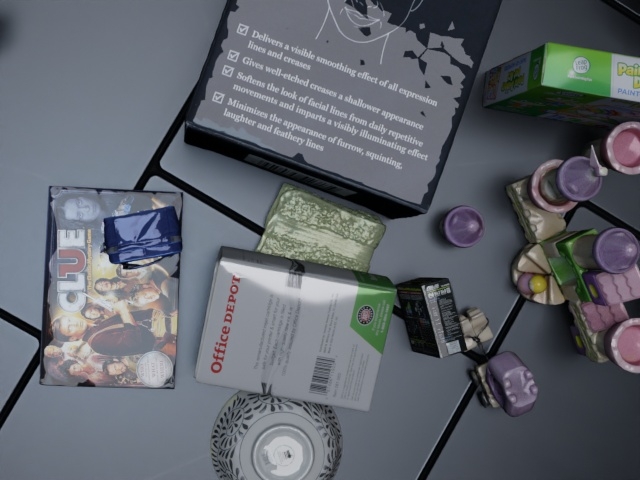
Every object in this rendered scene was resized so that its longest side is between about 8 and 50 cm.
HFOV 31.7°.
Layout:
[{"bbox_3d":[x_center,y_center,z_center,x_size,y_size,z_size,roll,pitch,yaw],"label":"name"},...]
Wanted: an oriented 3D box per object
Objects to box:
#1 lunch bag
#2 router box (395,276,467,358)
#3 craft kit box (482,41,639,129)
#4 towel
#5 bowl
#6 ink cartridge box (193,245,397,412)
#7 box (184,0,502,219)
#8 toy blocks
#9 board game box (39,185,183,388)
[{"bbox_3d":[-0.213,-0.001,1.339,0.098,0.067,0.065,-12,90,-7],"label":"lunch bag"},{"bbox_3d":[0.136,0.094,1.401,0.038,0.122,0.092,-16,92,-12],"label":"router box"},{"bbox_3d":[0.350,-0.179,1.372,0.250,0.246,0.061,8,87,-7],"label":"craft kit box"},{"bbox_3d":[0.000,0.000,1.428,0.148,0.027,0.110,21,92,-7],"label":"towel"},{"bbox_3d":[-0.050,0.259,1.395,0.170,0.080,0.170,0,88,-8],"label":"bowl"},{"bbox_3d":[-0.034,0.106,1.380,0.219,0.092,0.160,12,100,-7],"label":"ink cartridge box"},{"bbox_3d":[0.037,-0.259,1.348,0.294,0.212,0.395,20,88,-7],"label":"box"},{"bbox_3d":[0.317,0.037,1.357,0.309,0.260,0.288,-24,93,-8],"label":"toy blocks"},{"bbox_3d":[-0.256,0.058,1.388,0.165,0.042,0.243,2,89,-8],"label":"board game box"}]
